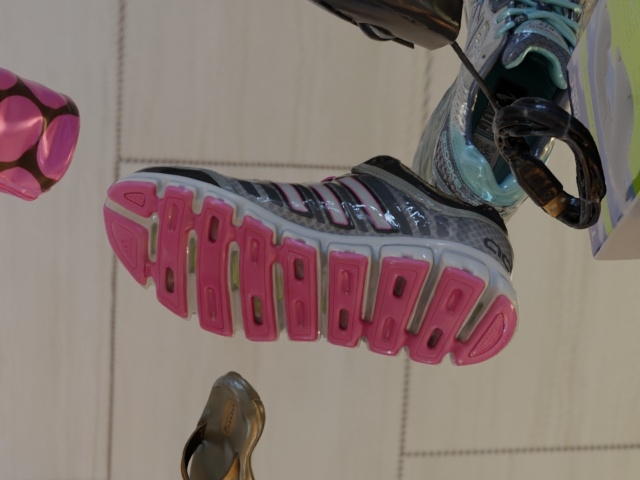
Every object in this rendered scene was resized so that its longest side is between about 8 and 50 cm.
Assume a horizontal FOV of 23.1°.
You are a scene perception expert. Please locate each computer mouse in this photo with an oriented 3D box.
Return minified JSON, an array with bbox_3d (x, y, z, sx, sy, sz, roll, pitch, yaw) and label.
[{"bbox_3d":[0.045,-0.072,0.645,0.242,0.071,0.041,43,66,-32],"label":"computer mouse"}]

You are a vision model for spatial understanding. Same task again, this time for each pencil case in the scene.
[{"bbox_3d":[-0.269,-0.085,1.141,0.209,0.095,0.098,13,61,-51],"label":"pencil case"}]

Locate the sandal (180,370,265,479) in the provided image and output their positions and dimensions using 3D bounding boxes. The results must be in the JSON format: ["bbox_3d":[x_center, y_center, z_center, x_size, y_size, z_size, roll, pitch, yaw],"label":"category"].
[{"bbox_3d":[-0.088,0.187,1.311,0.049,0.072,0.180,-28,142,-40],"label":"sandal"}]

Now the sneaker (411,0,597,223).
[{"bbox_3d":[0.152,-0.142,1.099,0.110,0.122,0.283,15,84,-8],"label":"sneaker"}]

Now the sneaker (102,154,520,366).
[{"bbox_3d":[0.000,0.000,0.619,0.170,0.075,0.063,11,122,13],"label":"sneaker"}]

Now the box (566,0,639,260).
[{"bbox_3d":[0.150,-0.060,0.720,0.042,0.178,0.109,-4,74,-2],"label":"box"}]
